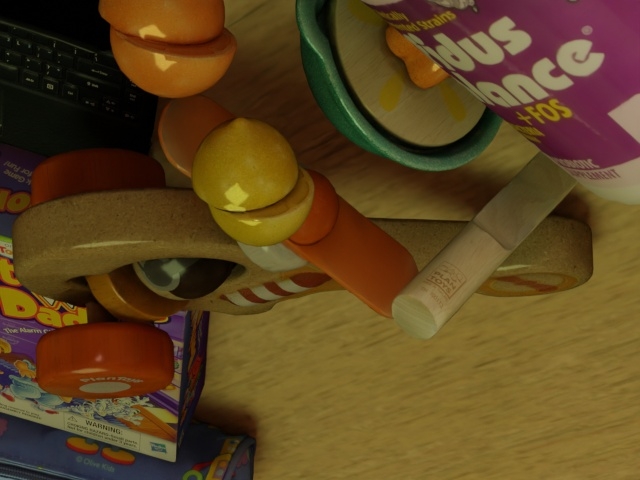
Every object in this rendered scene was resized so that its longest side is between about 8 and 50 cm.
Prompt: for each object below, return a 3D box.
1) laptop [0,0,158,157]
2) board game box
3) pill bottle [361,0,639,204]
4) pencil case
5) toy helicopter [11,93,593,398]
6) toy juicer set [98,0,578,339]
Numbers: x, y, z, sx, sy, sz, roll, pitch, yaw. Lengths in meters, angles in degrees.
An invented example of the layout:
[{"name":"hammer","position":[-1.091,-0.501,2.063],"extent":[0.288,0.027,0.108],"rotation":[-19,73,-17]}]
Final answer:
[{"name":"laptop","position":[-0.220,-0.103,0.957],"extent":[0.234,0.136,0.264],"rotation":[19,143,1]},{"name":"board game box","position":[-0.253,0.025,1.180],"extent":[0.347,0.078,0.233],"rotation":[15,143,4]},{"name":"pill bottle","position":[0.082,-0.162,0.729],"extent":[0.301,0.169,0.169],"rotation":[37,139,-23]},{"name":"pencil case","position":[-0.206,0.176,1.309],"extent":[0.306,0.133,0.119],"rotation":[15,110,4]},{"name":"toy helicopter","position":[0.000,0.000,0.959],"extent":[0.355,0.140,0.235],"rotation":[1,162,-15]},{"name":"toy juicer set","position":[0.032,-0.070,0.832],"extent":[0.329,0.209,0.089],"rotation":[41,146,-26]}]
